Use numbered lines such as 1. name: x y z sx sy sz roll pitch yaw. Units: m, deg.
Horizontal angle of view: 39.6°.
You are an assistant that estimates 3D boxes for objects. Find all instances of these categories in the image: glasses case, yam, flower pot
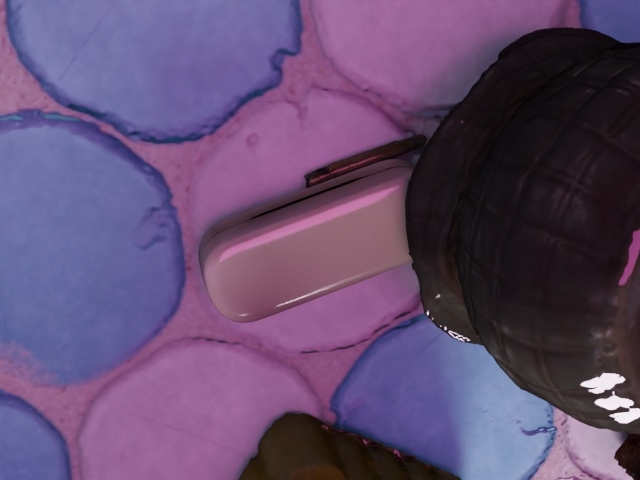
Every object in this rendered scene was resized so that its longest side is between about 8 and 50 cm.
1. glasses case: 0.000 0.000 0.710 0.196 0.050 0.083 -20 118 -6
2. yam: 0.036 -0.065 0.722 0.107 0.014 0.014 -21 110 -6
3. flower pot: 0.231 -0.009 0.658 0.302 0.213 0.302 -12 115 -27

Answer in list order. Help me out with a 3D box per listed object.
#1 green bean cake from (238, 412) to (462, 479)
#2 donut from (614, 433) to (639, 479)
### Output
1. green bean cake: 0.020 0.299 0.773 0.236 0.124 0.233 25 100 -19
2. donut: 0.391 0.213 0.850 0.217 0.085 0.141 32 97 -20
